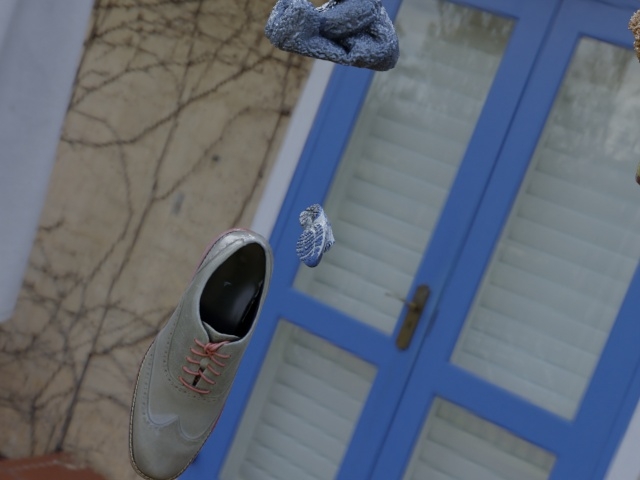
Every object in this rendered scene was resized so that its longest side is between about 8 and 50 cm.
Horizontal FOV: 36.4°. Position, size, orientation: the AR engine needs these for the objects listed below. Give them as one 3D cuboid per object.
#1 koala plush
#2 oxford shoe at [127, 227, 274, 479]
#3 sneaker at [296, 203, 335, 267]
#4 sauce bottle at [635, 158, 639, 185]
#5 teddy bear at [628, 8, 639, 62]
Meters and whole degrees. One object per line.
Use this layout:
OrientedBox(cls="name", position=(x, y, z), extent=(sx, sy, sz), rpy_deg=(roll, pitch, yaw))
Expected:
OrientedBox(cls="koala plush", position=(0.041, -0.377, 1.449), extent=(0.203, 0.221, 0.196), rpy_deg=(11, 13, -12))
OrientedBox(cls="oxford shoe", position=(-0.156, 0.144, 1.226), extent=(0.123, 0.348, 0.130), rpy_deg=(20, -4, -9))
OrientedBox(cls="sneaker", position=(0.000, 0.000, 1.535), extent=(0.058, 0.052, 0.135), rpy_deg=(48, 28, -29))
OrientedBox(cls="sauce bottle", position=(0.394, -0.120, 1.114), extent=(0.042, 0.128, 0.042), rpy_deg=(1, 36, -1))
OrientedBox(cls="teddy bear", position=(0.693, -0.377, 1.614), extent=(0.338, 0.245, 0.113), rpy_deg=(2, -8, 4))
